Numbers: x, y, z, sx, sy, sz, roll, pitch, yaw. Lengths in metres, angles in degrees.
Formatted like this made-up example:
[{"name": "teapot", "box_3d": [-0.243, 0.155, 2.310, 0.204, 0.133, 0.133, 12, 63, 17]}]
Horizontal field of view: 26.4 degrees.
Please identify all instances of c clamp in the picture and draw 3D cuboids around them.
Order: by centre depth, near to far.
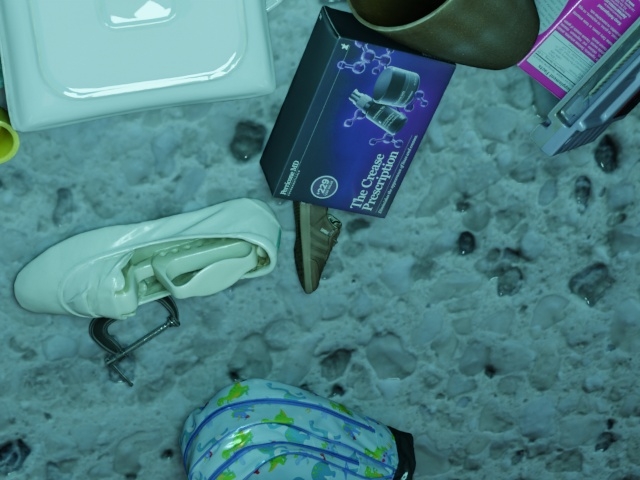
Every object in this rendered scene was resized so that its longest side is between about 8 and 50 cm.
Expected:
[{"name": "c clamp", "box_3d": [-0.280, 0.139, 2.099, 0.160, 0.022, 0.137, -37, 122, 14]}]

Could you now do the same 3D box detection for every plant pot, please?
[{"name": "plant pot", "box_3d": [0.185, -0.321, 1.799, 0.215, 0.215, 0.230, -43, 138, 16]}]

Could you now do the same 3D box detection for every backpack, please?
[{"name": "backpack", "box_3d": [-0.059, 0.369, 2.213, 0.290, 0.273, 0.355, -40, 115, 22]}]

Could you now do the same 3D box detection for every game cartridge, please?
[{"name": "game cartridge", "box_3d": [0.459, -0.263, 1.905, 0.355, 0.068, 0.230, -49, 162, 26]}]

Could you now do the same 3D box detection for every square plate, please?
[{"name": "square plate", "box_3d": [-0.235, -0.318, 1.694, 0.347, 0.049, 0.344, -10, 112, -12]}]

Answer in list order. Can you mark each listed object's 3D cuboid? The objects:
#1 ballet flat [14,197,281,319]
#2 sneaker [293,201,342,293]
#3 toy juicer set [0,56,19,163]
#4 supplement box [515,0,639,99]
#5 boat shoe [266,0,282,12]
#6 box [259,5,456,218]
[{"name": "ballet flat", "box_3d": [-0.245, 0.042, 1.966, 0.400, 0.139, 0.139, -16, 128, -5]}, {"name": "sneaker", "box_3d": [0.000, 0.000, 2.049, 0.071, 0.066, 0.188, -10, 128, -11]}, {"name": "toy juicer set", "box_3d": [-0.435, -0.255, 1.714, 0.209, 0.089, 0.329, -31, 128, 7]}, {"name": "supplement box", "box_3d": [0.361, -0.321, 1.892, 0.114, 0.111, 0.220, 32, 112, -34]}, {"name": "boat shoe", "box_3d": [-0.126, -0.288, 1.806, 0.184, 0.066, 0.063, -41, 126, 2]}, {"name": "box", "box_3d": [0.048, -0.175, 1.915, 0.184, 0.103, 0.261, 11, 121, -21]}]
